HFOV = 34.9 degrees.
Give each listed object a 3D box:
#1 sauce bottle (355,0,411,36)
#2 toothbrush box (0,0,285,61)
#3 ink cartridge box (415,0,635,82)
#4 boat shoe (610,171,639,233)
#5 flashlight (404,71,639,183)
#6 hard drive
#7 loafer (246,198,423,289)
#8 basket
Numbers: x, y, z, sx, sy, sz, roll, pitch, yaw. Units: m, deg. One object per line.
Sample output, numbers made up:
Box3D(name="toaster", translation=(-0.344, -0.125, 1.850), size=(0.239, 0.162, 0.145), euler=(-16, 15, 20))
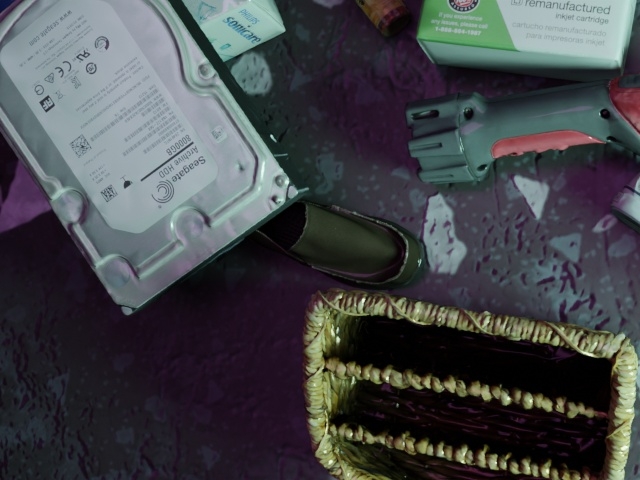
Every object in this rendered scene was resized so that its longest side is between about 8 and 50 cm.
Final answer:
Box3D(name="sauce bottle", translation=(0.049, -0.283, 1.121), size=(0.042, 0.042, 0.128), euler=(-39, 73, 11))
Box3D(name="toothbrush box", translation=(-0.220, -0.284, 1.160), size=(0.295, 0.126, 0.216), euler=(-22, 80, 13))
Box3D(name="ink cartridge box", translation=(0.225, -0.314, 1.028), size=(0.201, 0.117, 0.278), euler=(10, 88, 18))
Box3D(name="boat shoe", translation=(0.387, 0.004, 0.966), size=(0.226, 0.083, 0.076), euler=(40, 94, 19))
Box3D(name="flashlight", translation=(0.243, -0.106, 1.007), size=(0.304, 0.103, 0.103), euler=(-8, 77, 26))
Box3D(name="hard drive", translation=(-0.201, -0.123, 1.062), size=(0.237, 0.064, 0.339), euler=(-34, 89, 14))
Box3D(name="loafer", translation=(0.000, 0.000, 1.090), size=(0.220, 0.078, 0.080), euler=(14, 89, 18))
Box3D(name="basket", translation=(0.136, 0.169, 0.959), size=(0.299, 0.223, 0.214), euler=(9, 88, 17))
